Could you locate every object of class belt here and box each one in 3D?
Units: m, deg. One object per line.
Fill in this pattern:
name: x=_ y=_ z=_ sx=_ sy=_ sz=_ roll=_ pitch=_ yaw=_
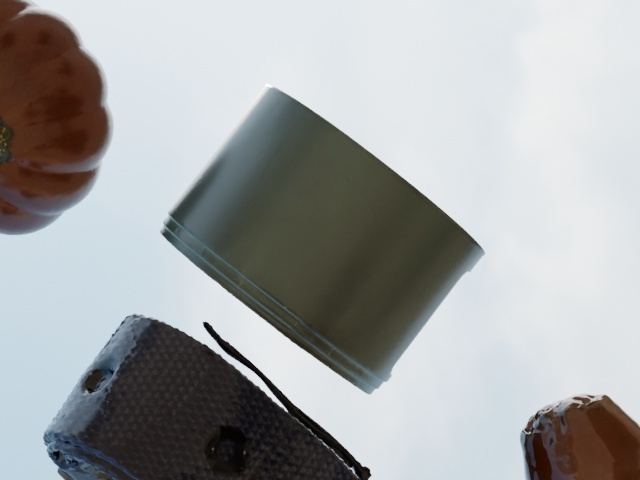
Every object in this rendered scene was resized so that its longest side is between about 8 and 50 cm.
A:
belt: x=-0.056 y=0.145 z=1.085 sx=0.230 sy=0.139 sz=0.126 roll=45 pitch=-113 yaw=-24

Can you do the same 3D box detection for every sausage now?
sausage: x=0.247 y=0.274 z=1.023 sx=0.419 sy=0.094 sz=0.094 roll=59 pitch=180 yaw=9

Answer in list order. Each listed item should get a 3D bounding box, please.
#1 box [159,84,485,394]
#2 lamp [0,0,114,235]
box: x=0.000 y=0.000 z=1.421 sx=0.226 sy=0.149 sz=0.226 roll=38 pitch=180 yaw=0
lamp: x=-0.291 y=-0.112 z=1.553 sx=0.223 sy=0.223 sz=0.196 roll=58 pitch=-155 yaw=-3
